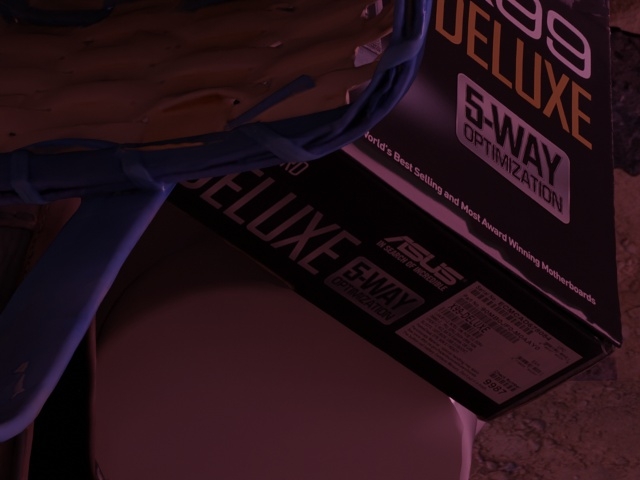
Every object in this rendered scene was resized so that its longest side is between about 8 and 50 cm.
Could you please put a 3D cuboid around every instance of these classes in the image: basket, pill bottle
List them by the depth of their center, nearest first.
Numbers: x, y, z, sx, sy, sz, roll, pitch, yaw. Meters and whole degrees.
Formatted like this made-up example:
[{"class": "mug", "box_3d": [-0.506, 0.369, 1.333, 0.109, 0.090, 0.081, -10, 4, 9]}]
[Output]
[{"class": "basket", "box_3d": [-0.078, -0.121, 0.445, 0.289, 0.201, 0.255, -56, 136, -61]}, {"class": "pill bottle", "box_3d": [0.000, 0.000, 0.963, 0.363, 0.210, 0.210, -78, 165, -58]}]

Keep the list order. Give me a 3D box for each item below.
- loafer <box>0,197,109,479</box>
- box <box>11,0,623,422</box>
[{"class": "loafer", "box_3d": [-0.103, 0.092, 0.673, 0.096, 0.084, 0.267, -78, 165, -57]}, {"class": "box", "box_3d": [-0.009, -0.103, 0.770, 0.307, 0.076, 0.242, 35, 40, -26]}]
